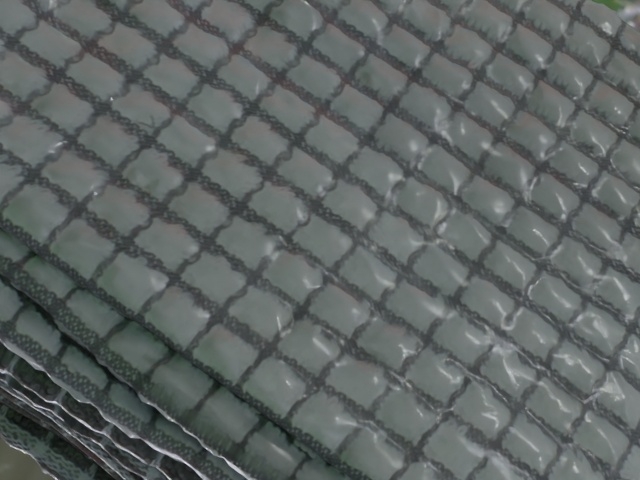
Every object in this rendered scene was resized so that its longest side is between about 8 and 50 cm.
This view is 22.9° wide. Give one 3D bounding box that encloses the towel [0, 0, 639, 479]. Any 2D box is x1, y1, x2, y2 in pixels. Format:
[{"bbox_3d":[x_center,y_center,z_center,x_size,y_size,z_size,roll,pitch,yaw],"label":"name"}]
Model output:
[{"bbox_3d":[0.000,0.000,0.538,0.235,0.283,0.121,-54,178,-37],"label":"towel"}]
